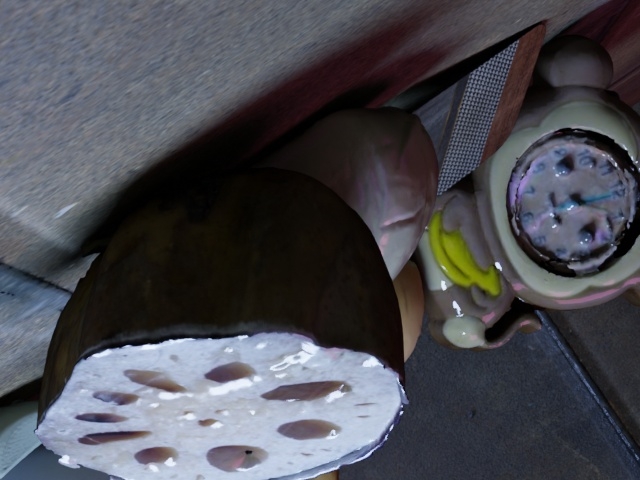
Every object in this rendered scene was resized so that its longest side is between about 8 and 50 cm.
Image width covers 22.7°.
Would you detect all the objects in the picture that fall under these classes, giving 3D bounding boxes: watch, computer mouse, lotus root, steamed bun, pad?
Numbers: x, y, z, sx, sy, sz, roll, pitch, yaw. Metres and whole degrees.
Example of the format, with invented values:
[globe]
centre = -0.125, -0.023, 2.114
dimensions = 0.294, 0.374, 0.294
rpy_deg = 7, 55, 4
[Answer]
[watch]
centre = 0.214, -0.045, 1.820
dimensions = 0.335, 0.314, 0.327
rpy_deg = -25, -171, -10
[computer mouse]
centre = -0.328, 0.199, 1.629
dimensions = 0.089, 0.056, 0.182
rpy_deg = -9, -163, 33
[lotus root]
centre = -0.075, 0.057, 1.149
dimensions = 0.272, 0.192, 0.272
rpy_deg = -4, 155, -2
[steamed bun]
centre = 0.000, 0.000, 1.308
dimensions = 0.239, 0.152, 0.170
rpy_deg = -33, 176, 22
[pad]
centre = 0.139, -0.033, 1.560
dimensions = 0.250, 0.055, 0.323
rpy_deg = -37, 134, -39

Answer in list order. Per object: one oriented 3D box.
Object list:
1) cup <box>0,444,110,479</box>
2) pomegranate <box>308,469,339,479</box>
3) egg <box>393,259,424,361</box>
[cup]
centre = -0.245, 0.333, 1.695
dimensions = 0.372, 0.253, 0.253
rpy_deg = 2, 174, 1
[pomegranate]
centre = -0.141, 0.343, 2.184
dimensions = 0.410, 0.410, 0.410
rpy_deg = -34, 175, -3
[egg]
centre = -0.020, 0.076, 1.641
dimensions = 0.244, 0.201, 0.201
rpy_deg = -20, 169, -27
